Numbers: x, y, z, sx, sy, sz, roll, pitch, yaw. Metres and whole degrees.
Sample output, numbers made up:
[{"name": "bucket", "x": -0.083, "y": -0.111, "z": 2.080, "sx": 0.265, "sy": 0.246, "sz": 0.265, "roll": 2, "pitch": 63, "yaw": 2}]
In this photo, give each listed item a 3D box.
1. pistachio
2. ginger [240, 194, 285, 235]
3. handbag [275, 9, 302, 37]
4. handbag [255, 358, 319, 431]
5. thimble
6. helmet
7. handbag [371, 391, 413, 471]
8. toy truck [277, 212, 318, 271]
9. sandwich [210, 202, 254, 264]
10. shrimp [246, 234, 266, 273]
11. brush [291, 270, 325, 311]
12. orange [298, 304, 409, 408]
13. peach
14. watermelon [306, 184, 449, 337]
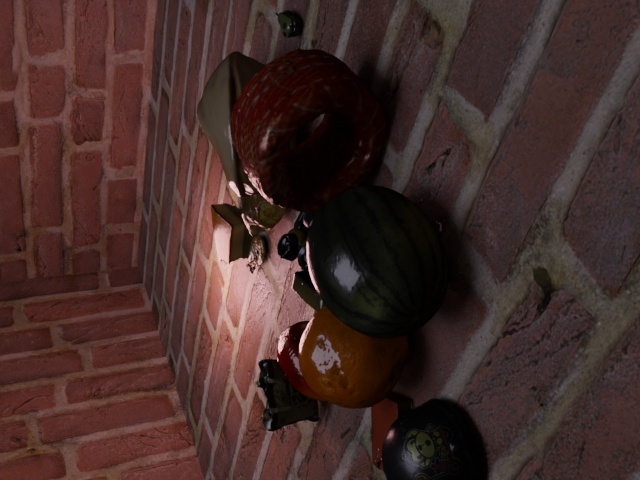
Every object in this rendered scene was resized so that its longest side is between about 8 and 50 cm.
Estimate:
[{"name": "pistachio", "x": -0.211, "y": -0.333, "z": 2.097, "sx": 0.365, "sy": 0.281, "sz": 0.445, "roll": 73, "pitch": -172, "yaw": -69}, {"name": "ginger", "x": -0.194, "y": -0.150, "z": 2.298, "sx": 0.219, "sy": 0.123, "sz": 0.270, "roll": 115, "pitch": 150, "yaw": -43}, {"name": "handbag", "x": -0.091, "y": -0.614, "z": 2.041, "sx": 0.111, "sy": 0.047, "sz": 0.072, "roll": 56, "pitch": 143, "yaw": 41}, {"name": "handbag", "x": -0.089, "y": 0.443, "z": 2.125, "sx": 0.127, "sy": 0.235, "sz": 0.213, "roll": -14, "pitch": 80, "yaw": 30}, {"name": "thimble", "x": -0.032, "y": -0.252, "z": 1.670, "sx": 0.230, "sy": 0.350, "sz": 0.350, "roll": 53, "pitch": 141, "yaw": 42}, {"name": "helmet", "x": 0.212, "y": 0.471, "z": 1.537, "sx": 0.279, "sy": 0.160, "sz": 0.230, "roll": -54, "pitch": 50, "yaw": 54}, {"name": "handbag", "x": 0.172, "y": 0.466, "z": 1.738, "sx": 0.127, "sy": 0.063, "sz": 0.190, "roll": 8, "pitch": 100, "yaw": 64}, {"name": "toy truck", "x": 0.000, "y": 0.000, "z": 1.913, "sx": 0.224, "sy": 0.147, "sz": 0.165, "roll": 28, "pitch": 99, "yaw": 57}, {"name": "sandwich", "x": -0.322, "y": -0.016, "z": 2.605, "sx": 0.220, "sy": 0.108, "sz": 0.186, "roll": 42, "pitch": 132, "yaw": 52}, {"name": "shrimp", "x": -0.224, "y": 0.055, "z": 2.494, "sx": 0.091, "sy": 0.043, "sz": 0.184, "roll": 64, "pitch": 148, "yaw": 29}, {"name": "brush", "x": 0.015, "y": 0.132, "z": 1.911, "sx": 0.197, "sy": 0.123, "sz": 0.059, "roll": 32, "pitch": 120, "yaw": 58}, {"name": "orange", "x": 0.076, "y": 0.255, "z": 1.656, "sx": 0.261, "sy": 0.261, "sz": 0.261, "roll": 26, "pitch": 119, "yaw": 61}, {"name": "peach", "x": -0.027, "y": 0.337, "z": 2.015, "sx": 0.267, "sy": 0.154, "sz": 0.158, "roll": 59, "pitch": 144, "yaw": 42}, {"name": "watermelon", "x": 0.111, "y": 0.034, "z": 1.501, "sx": 0.279, "sy": 0.279, "sz": 0.359, "roll": 109, "pitch": 149, "yaw": -42}]
